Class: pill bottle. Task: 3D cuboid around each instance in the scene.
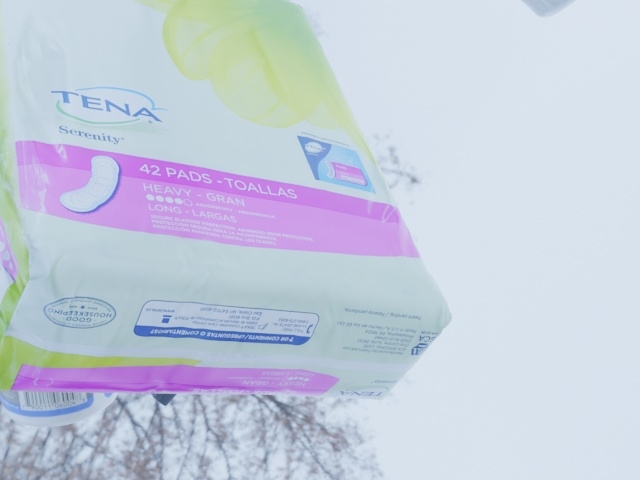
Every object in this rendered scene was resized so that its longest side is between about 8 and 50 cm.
[{"bbox_3d":[-0.178,0.044,0.544,0.078,0.078,0.137,31,-53,58],"label":"pill bottle"}]

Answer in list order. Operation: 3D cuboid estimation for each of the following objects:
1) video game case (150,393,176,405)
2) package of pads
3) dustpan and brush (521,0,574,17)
[{"bbox_3d":[-0.156,0.068,0.962,0.196,0.026,0.274,-50,-156,-10],"label":"video game case"},{"bbox_3d":[-0.086,-0.051,0.474,0.101,0.229,0.296,-57,-141,35],"label":"package of pads"},{"bbox_3d":[0.206,-0.234,0.707,0.147,0.060,0.211,-32,-170,47],"label":"dustpan and brush"}]
